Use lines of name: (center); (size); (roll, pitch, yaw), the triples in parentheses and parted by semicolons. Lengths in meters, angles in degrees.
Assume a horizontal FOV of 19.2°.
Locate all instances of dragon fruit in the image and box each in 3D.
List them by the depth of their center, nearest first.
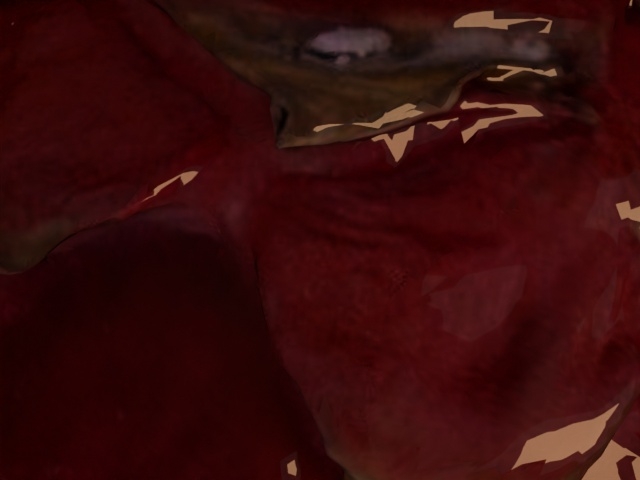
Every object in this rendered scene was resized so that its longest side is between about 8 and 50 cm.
dragon fruit: (-0.003, -0.001, 0.583); (0.329, 0.329, 0.329); (-48, 156, -29)
